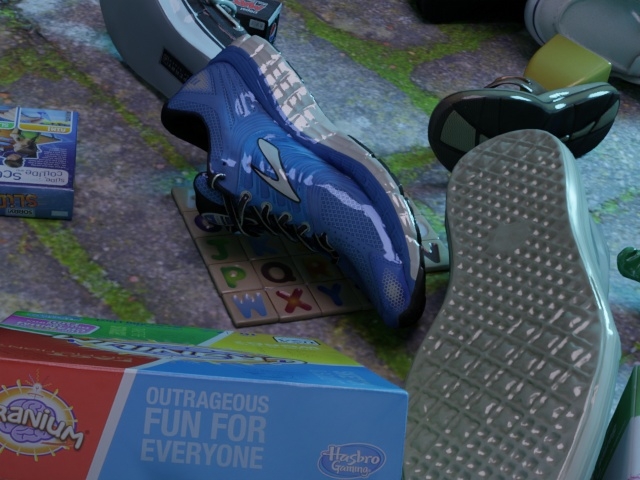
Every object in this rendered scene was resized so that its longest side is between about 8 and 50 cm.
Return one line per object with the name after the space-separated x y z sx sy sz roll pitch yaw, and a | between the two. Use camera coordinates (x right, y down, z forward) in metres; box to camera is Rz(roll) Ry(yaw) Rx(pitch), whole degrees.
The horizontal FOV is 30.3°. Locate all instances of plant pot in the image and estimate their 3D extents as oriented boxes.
0.272 -0.174 1.367 0.083 0.081 0.081 -34 56 -30 | plant pot

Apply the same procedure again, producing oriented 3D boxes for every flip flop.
0.213 -0.135 1.266 0.277 0.112 0.080 -14 48 -37 | flip flop

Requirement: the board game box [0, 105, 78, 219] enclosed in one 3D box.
-0.329 -0.078 1.096 0.201 0.035 0.136 4 37 -12 | board game box

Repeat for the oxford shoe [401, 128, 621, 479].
0.164 0.083 0.951 0.169 0.130 0.449 -13 36 21 | oxford shoe

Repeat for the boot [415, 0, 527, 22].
0.208 -0.384 1.607 0.246 0.094 0.207 -8 45 -16 | boot

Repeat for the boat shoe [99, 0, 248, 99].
-0.129 -0.215 1.274 0.105 0.113 0.306 -15 47 -41 | boat shoe

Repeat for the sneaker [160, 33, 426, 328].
-0.028 -0.035 1.062 0.147 0.130 0.330 -35 62 -14 | sneaker

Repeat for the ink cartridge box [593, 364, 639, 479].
0.286 0.235 0.793 0.201 0.117 0.278 17 36 6 | ink cartridge box

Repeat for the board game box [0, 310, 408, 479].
-0.095 0.098 0.761 0.242 0.064 0.316 6 0 -9 | board game box

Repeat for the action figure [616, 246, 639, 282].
0.385 0.062 1.097 0.232 0.063 0.137 27 41 12 | action figure

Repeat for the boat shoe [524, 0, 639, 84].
0.437 -0.238 1.446 0.367 0.136 0.156 13 22 -12 | boat shoe

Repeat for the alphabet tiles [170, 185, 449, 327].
0.000 0.000 1.112 0.237 0.009 0.198 -7 40 -23 | alphabet tiles

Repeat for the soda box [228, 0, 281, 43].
-0.135 -0.268 1.388 0.169 0.053 0.060 17 37 5 | soda box
